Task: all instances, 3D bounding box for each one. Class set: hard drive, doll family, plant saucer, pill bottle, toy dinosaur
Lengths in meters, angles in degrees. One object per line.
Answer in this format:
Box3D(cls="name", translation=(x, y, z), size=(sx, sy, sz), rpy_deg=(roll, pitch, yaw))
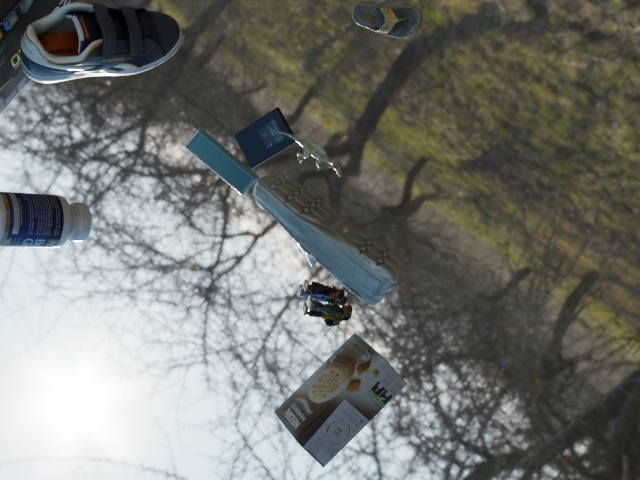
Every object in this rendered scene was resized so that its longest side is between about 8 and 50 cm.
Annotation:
Box3D(cls="hard drive", translation=(-0.133, -0.244, 2.006), size=(0.094, 0.135, 0.022), rpy_deg=(61, -155, -3))
Box3D(cls="doll family", translation=(0.016, 0.131, 1.779), size=(0.111, 0.076, 0.193), rpy_deg=(10, -154, -12))
Box3D(cls="plant saucer", translation=(-0.245, -0.192, 2.069), size=(0.192, 0.067, 0.018), rpy_deg=(40, -161, -12))
Box3D(cls="pill bottle", translation=(-0.489, -0.034, 1.452), size=(0.169, 0.094, 0.094), rpy_deg=(1, -151, -41))
Box3D(cls="toy dinosaur", translation=(-0.022, -0.213, 1.969), size=(0.183, 0.053, 0.092), rpy_deg=(33, 165, -5))

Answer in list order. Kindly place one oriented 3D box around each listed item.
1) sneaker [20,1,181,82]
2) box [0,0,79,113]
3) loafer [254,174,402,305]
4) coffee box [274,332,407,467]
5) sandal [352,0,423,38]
Box3D(cls="sneaker", translation=(-0.415, -0.390, 1.624), size=(0.126, 0.321, 0.127), rpy_deg=(66, 158, 10))
Box3D(cls="box", translation=(-0.642, -0.392, 1.661), size=(0.097, 0.395, 0.318), rpy_deg=(36, 164, -3))
Box3D(cls="loafer", translation=(0.000, 0.000, 1.542), size=(0.319, 0.111, 0.112), rpy_deg=(39, -145, 12))
Box3D(cls="coffee box", translation=(0.041, 0.333, 1.772), size=(0.098, 0.246, 0.141), rpy_deg=(49, 172, -27))
Box3D(cls="sandal", translation=(0.139, -0.485, 1.834), size=(0.180, 0.072, 0.049), rpy_deg=(20, -158, 30))
